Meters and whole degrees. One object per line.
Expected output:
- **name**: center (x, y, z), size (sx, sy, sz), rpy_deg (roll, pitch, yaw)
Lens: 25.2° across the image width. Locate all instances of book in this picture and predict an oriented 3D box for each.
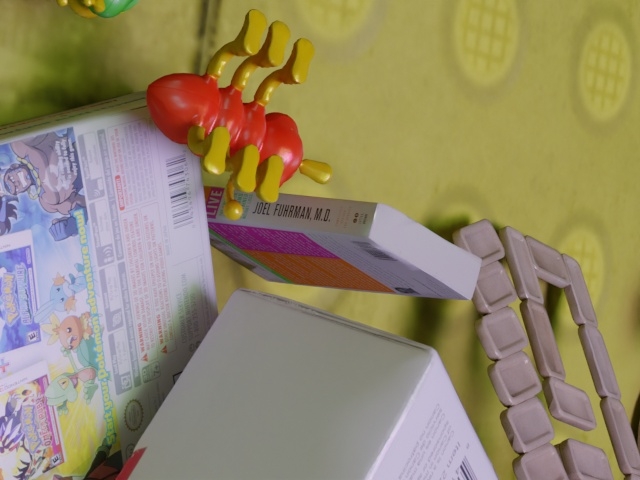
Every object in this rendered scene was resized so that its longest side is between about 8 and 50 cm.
- **book**: center (0.000, 0.000, 0.765), size (0.096, 0.144, 0.035), rpy_deg (29, 74, -47)

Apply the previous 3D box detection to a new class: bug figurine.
- **bug figurine**: center (-0.056, -0.159, 0.706), size (0.216, 0.072, 0.279), rpy_deg (32, 61, -32)

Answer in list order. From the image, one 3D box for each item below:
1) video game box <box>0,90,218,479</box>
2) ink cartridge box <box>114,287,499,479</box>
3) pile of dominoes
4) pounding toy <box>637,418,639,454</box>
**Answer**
- **video game box**: center (-0.130, 0.043, 0.699), size (0.187, 0.048, 0.205), rpy_deg (-22, 112, -48)
- **ink cartridge box**: center (0.000, 0.205, 0.766), size (0.226, 0.131, 0.306), rpy_deg (-59, 148, -24)
- **pile of dominoes**: center (0.150, 0.108, 0.967), size (0.196, 0.040, 0.251), rpy_deg (24, 46, -50)
- **pounding toy**: center (0.370, 0.154, 1.196), size (0.269, 0.155, 0.154), rpy_deg (33, 67, -46)
